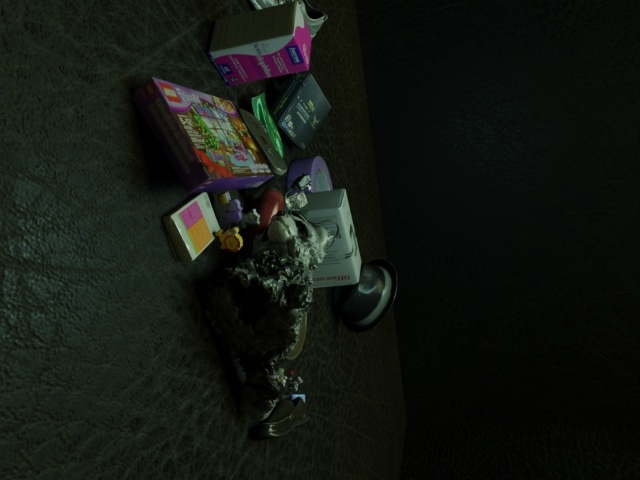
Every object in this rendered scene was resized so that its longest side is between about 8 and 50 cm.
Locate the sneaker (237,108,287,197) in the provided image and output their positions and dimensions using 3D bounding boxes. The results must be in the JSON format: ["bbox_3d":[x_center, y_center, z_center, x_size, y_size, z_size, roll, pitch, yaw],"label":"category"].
[{"bbox_3d":[-0.183,-0.224,1.135,0.083,0.118,0.222,5,50,-54],"label":"sneaker"}]

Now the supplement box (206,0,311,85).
[{"bbox_3d":[-0.142,-0.465,1.065,0.111,0.219,0.114,54,34,-59],"label":"supplement box"}]

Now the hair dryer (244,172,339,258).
[{"bbox_3d":[-0.083,-0.041,1.184,0.293,0.080,0.224,-31,93,-29],"label":"hair dryer"}]

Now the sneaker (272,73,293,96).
[{"bbox_3d":[-0.104,-0.585,1.432,0.122,0.109,0.284,18,68,-68],"label":"sneaker"}]

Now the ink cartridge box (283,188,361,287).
[{"bbox_3d":[0.000,0.000,1.420,0.122,0.210,0.290,-74,155,-53],"label":"ink cartridge box"}]

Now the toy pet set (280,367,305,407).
[{"bbox_3d":[-0.077,0.424,1.280,0.122,0.065,0.114,46,42,-64],"label":"toy pet set"}]

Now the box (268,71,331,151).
[{"bbox_3d":[-0.064,-0.409,1.431,0.184,0.059,0.232,-58,161,0],"label":"box"}]

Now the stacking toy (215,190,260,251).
[{"bbox_3d":[-0.203,-0.103,0.988,0.167,0.052,0.222,-70,145,-70],"label":"stacking toy"}]

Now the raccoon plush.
[{"bbox_3d":[-0.117,0.149,1.051,0.299,0.215,0.447,-55,166,-59],"label":"raccoon plush"}]

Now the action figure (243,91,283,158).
[{"bbox_3d":[-0.150,-0.289,1.258,0.137,0.063,0.233,-66,143,-62],"label":"action figure"}]

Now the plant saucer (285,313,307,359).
[{"bbox_3d":[-0.101,0.207,1.312,0.278,0.041,0.278,-5,90,-74],"label":"plant saucer"}]

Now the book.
[{"bbox_3d":[-0.252,-0.032,0.897,0.144,0.035,0.097,-61,140,-62],"label":"book"}]

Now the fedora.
[{"bbox_3d":[0.160,0.208,1.862,0.152,0.333,0.335,29,51,-32],"label":"fedora"}]

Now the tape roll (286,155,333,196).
[{"bbox_3d":[-0.029,-0.154,1.578,0.274,0.090,0.275,-5,90,-74],"label":"tape roll"}]

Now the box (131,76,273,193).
[{"bbox_3d":[-0.216,-0.199,0.897,0.201,0.057,0.293,59,18,0],"label":"box"}]

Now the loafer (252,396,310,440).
[{"bbox_3d":[-0.105,0.454,1.153,0.220,0.080,0.079,14,60,-65],"label":"loafer"}]

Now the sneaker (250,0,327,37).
[{"bbox_3d":[-0.101,-0.719,1.345,0.281,0.115,0.105,12,63,-43],"label":"sneaker"}]
